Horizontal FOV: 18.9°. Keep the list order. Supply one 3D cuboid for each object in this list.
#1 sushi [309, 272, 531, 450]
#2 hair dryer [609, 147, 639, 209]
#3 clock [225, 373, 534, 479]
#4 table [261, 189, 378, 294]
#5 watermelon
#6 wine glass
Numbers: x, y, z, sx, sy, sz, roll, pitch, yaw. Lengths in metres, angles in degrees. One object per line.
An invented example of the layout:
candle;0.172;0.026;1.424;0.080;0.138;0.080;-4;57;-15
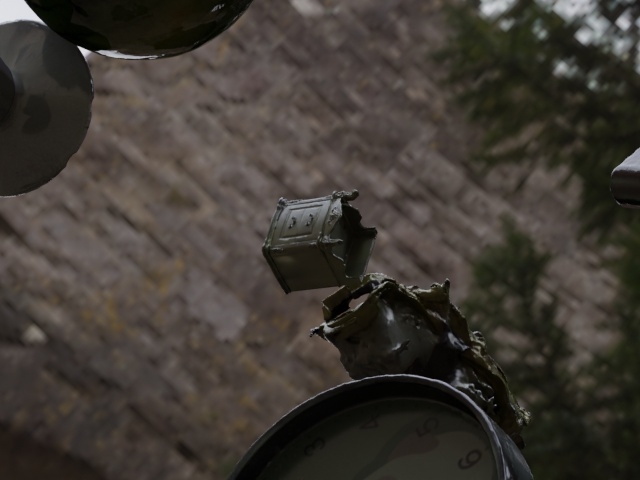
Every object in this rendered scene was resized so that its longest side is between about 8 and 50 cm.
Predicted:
sushi;0.126;0.144;2.163;0.139;0.131;0.291;-38;-74;28
hair dryer;0.386;0.001;1.452;0.302;0.116;0.244;45;-18;-27
clock;0.036;0.263;1.702;0.319;0.319;0.066;2;-35;37
table;0.000;0.000;1.842;0.083;0.079;0.062;-7;-48;25
watermelon;-0.127;-0.216;1.296;0.215;0.188;0.188;15;-45;51
wine glass;-0.249;-0.111;1.255;0.165;0.165;0.196;24;1;20
